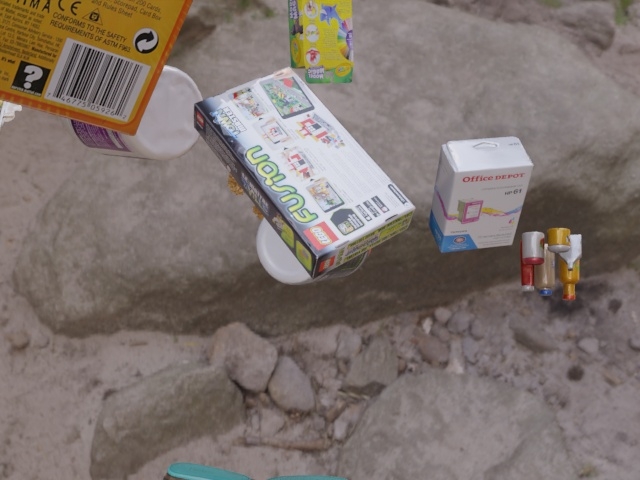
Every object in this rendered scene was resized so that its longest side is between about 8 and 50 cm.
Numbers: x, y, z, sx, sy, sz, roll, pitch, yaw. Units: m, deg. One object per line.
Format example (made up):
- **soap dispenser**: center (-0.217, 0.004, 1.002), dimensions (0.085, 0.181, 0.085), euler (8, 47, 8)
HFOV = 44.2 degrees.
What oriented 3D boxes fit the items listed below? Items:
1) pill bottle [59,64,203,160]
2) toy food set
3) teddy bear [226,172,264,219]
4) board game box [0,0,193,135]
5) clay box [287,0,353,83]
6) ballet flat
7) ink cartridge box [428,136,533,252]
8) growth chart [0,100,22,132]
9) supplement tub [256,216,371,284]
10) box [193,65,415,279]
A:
- **pill bottle**: center (-0.363, -0.239, 1.462), dimensions (0.301, 0.169, 0.169), euler (11, 39, 46)
- **toy food set**: center (0.430, 0.049, 1.472), dimensions (0.111, 0.232, 0.105), euler (-1, 80, 18)
- **teddy bear**: center (-0.075, -0.140, 1.616), dimensions (0.244, 0.338, 0.113), euler (11, 53, -5)
- **board game box**: center (-0.330, -0.375, 0.778), dimensions (0.356, 0.356, 0.356), euler (12, 25, -41)
- **clay box**: center (0.001, -0.417, 1.529), dimensions (0.127, 0.222, 0.053), euler (-9, 12, -38)
- **ballet flat**: center (-0.090, 0.373, 1.109), dimensions (0.280, 0.095, 0.096), euler (1, 91, 16)
- **ink cartridge box**: center (0.175, -0.050, 0.872), dimensions (0.088, 0.123, 0.052), euler (-6, 44, -8)
- **growth chart**: center (-0.583, -0.225, 1.290), dimensions (0.171, 0.021, 0.237), euler (20, 52, -5)
- **supplement tub**: center (0.000, 0.000, 1.134), dimensions (0.117, 0.117, 0.190), euler (38, 16, 20)
- **box**: center (-0.019, -0.071, 0.744), dimensions (0.114, 0.036, 0.207), euler (-27, 64, -25)
